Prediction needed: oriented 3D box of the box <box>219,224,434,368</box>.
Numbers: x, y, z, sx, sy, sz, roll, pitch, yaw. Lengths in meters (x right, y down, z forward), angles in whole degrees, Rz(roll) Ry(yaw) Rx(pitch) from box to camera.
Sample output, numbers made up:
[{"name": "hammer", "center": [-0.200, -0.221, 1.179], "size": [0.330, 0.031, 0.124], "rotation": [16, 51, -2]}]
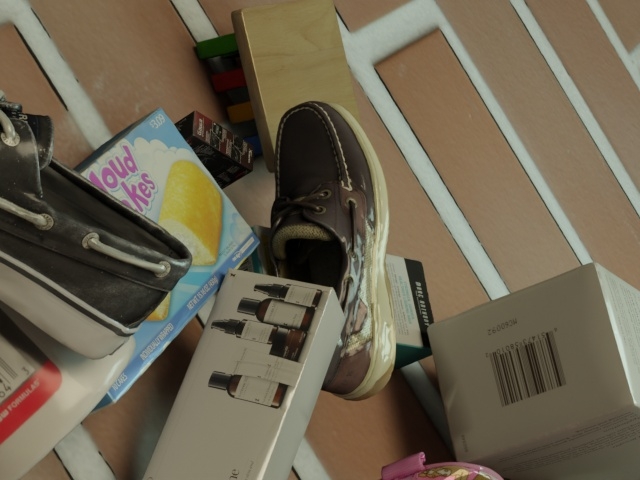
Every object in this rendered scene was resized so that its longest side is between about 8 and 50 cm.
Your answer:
[{"name": "box", "center": [0.010, 0.058, 1.473], "size": [0.244, 0.060, 0.100], "rotation": [13, 58, -46]}]

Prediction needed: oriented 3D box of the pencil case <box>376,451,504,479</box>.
[{"name": "pencil case", "center": [0.102, 0.381, 1.295], "size": [0.160, 0.167, 0.386], "rotation": [5, 56, -9]}]

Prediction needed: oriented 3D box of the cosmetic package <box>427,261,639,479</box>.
[{"name": "cosmetic package", "center": [0.288, 0.165, 1.578], "size": [0.365, 0.197, 0.155], "rotation": [27, 46, -55]}]

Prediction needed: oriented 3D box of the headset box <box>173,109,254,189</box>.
[{"name": "headset box", "center": [-0.112, -0.081, 1.415], "size": [0.083, 0.062, 0.032], "rotation": [31, 45, -34]}]

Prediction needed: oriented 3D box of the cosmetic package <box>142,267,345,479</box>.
[{"name": "cosmetic package", "center": [-0.066, 0.142, 1.230], "size": [0.060, 0.099, 0.239], "rotation": [67, 38, -54]}]

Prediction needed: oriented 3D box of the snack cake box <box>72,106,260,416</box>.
[{"name": "snack cake box", "center": [-0.176, 0.018, 1.250], "size": [0.152, 0.089, 0.264], "rotation": [54, 36, -11]}]

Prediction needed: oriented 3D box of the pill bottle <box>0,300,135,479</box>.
[{"name": "pill bottle", "center": [-0.291, 0.017, 1.025], "size": [0.318, 0.176, 0.176], "rotation": [48, 38, -9]}]

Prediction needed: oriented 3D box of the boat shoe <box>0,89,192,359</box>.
[{"name": "boat shoe", "center": [-0.200, -0.041, 0.900], "size": [0.301, 0.102, 0.108], "rotation": [39, 15, -30]}]

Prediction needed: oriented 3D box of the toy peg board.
[{"name": "toy peg board", "center": [-0.044, -0.155, 1.554], "size": [0.161, 0.079, 0.160], "rotation": [-20, 99, -53]}]

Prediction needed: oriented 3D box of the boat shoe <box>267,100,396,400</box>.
[{"name": "boat shoe", "center": [0.000, 0.000, 1.364], "size": [0.092, 0.103, 0.285], "rotation": [16, 62, -50]}]
